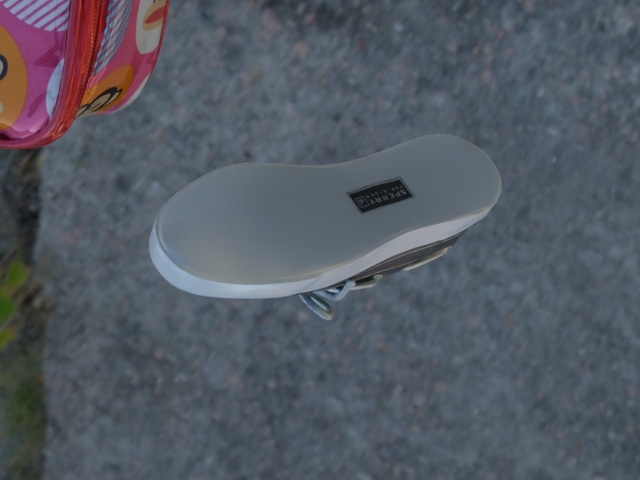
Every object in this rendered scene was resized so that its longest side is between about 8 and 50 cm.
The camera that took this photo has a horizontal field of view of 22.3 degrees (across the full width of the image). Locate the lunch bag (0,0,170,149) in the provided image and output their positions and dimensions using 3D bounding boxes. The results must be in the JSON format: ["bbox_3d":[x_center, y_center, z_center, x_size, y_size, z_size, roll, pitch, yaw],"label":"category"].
[{"bbox_3d":[-0.206,-0.200,0.789,0.293,0.120,0.258,19,114,16],"label":"lunch bag"}]

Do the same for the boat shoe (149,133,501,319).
[{"bbox_3d":[-0.002,-0.003,1.243,0.113,0.306,0.105,53,140,20],"label":"boat shoe"}]
